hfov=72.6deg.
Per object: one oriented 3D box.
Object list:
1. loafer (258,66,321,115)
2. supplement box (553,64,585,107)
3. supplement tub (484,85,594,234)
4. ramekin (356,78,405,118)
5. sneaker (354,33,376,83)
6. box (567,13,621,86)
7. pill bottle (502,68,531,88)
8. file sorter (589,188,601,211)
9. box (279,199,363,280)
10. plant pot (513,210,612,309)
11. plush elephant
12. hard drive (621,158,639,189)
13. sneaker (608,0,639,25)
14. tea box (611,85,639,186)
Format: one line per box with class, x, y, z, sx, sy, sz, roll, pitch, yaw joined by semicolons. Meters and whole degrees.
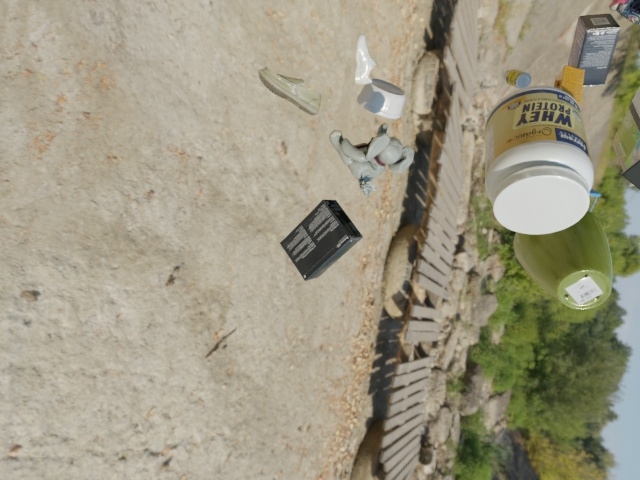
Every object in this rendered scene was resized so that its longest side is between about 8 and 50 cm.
loafer;-0.110;-0.579;1.651;0.268;0.102;0.092;30;90;-21
supplement box;0.845;-0.480;1.497;0.078;0.080;0.234;88;16;-73
supplement tub;0.518;-0.195;1.053;0.228;0.228;0.316;64;33;-46
ramekin;0.345;-0.790;2.404;0.273;0.272;0.127;-36;155;-51
sneaker;0.207;-0.819;1.971;0.080;0.094;0.212;-68;161;-58
box;0.989;-0.692;1.588;0.153;0.108;0.207;-72;158;-45
pill bottle;0.801;-0.665;1.784;0.116;0.065;0.065;-112;-172;-56
file sorter;0.949;-0.162;1.682;0.118;0.170;0.105;-98;-166;-61
box;0.000;0.000;1.629;0.261;0.184;0.103;-43;160;27
plant pot;0.771;0.071;1.345;0.293;0.274;0.275;-67;154;-60
plush elephant;0.235;-0.379;1.857;0.271;0.255;0.330;22;40;-49
hard drive;0.840;-0.151;1.078;0.022;0.135;0.094;-36;165;-35
sneaker;1.076;-0.789;1.452;0.299;0.112;0.121;-11;153;-37
tea box;1.265;-0.383;1.508;0.323;0.328;0.220;63;23;-58
